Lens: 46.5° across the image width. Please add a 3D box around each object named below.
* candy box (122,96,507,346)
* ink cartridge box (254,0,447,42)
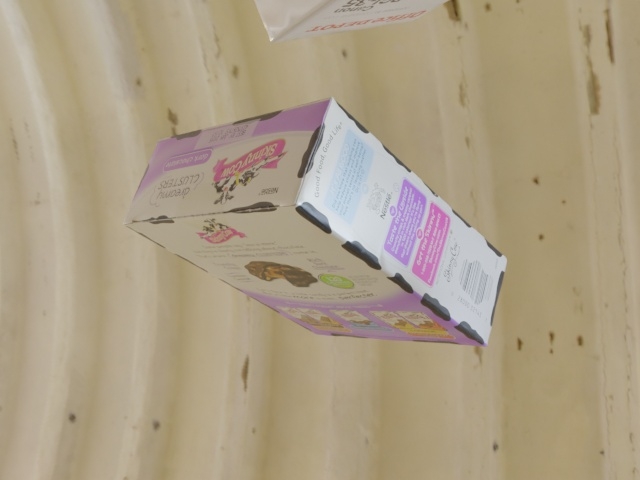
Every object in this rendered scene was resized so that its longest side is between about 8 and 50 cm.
[{"bbox_3d":[0.000,0.000,0.493,0.165,0.196,0.070,-3,-119,44],"label":"candy box"},{"bbox_3d":[0.093,-0.273,0.589,0.207,0.117,0.283,-22,-177,-40],"label":"ink cartridge box"}]
